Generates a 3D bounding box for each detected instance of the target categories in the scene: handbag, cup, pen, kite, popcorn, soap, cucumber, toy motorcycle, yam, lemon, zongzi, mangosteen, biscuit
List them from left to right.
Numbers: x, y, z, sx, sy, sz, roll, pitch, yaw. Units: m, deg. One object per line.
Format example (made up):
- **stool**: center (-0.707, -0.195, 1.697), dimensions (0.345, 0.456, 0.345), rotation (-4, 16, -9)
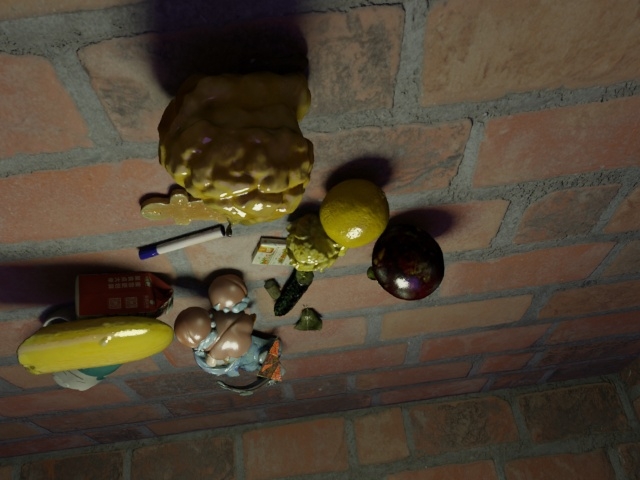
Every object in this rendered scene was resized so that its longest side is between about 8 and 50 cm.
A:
- **cup**: center (-0.805, 0.349, 2.025), dimensions (0.289, 0.219, 0.257), rotation (45, 127, -16)
- **soap**: center (-0.653, 0.304, 1.760), dimensions (0.426, 0.115, 0.306), rotation (-4, 150, -22)
- **handbag**: center (-0.610, 0.193, 1.863), dimensions (0.297, 0.151, 0.171), rotation (-2, 152, -22)
- **pen**: center (-0.398, 0.008, 1.703), dimensions (0.268, 0.033, 0.033), rotation (-15, 149, 11)
- **biscuit**: center (-0.352, -0.088, 1.556), dimensions (0.234, 0.030, 0.153), rotation (-4, 148, -7)
- **popcorn**: center (-0.141, -0.207, 1.167), dimensions (0.349, 0.349, 0.382), rotation (29, 95, -46)
- **toy motorcycle**: center (-0.273, 0.478, 2.328), dimensions (0.182, 0.241, 0.319), rotation (-23, 146, 36)
- **kite**: center (-0.202, 0.492, 2.300), dimensions (0.125, 0.008, 0.223), rotation (-27, 126, -38)
- **yam**: center (-0.163, 0.166, 2.019), dimensions (0.043, 0.043, 0.094), rotation (-13, 148, 8)
- **cucumber**: center (-0.101, 0.186, 2.041), dimensions (0.072, 0.072, 0.300), rotation (5, 147, -22)
- **zongzi**: center (-0.077, 0.300, 2.261), dimensions (0.130, 0.062, 0.154), rotation (-8, 145, 23)
- **popcorn**: center (0.003, 0.007, 1.671), dimensions (0.195, 0.168, 0.174), rotation (2, 128, -27)
- **lemon**: center (0.093, -0.074, 1.552), dimensions (0.178, 0.179, 0.203), rotation (22, 137, -41)
- **mangosteen**: center (0.243, 0.082, 1.803), dimensions (0.231, 0.232, 0.289), rotation (9, 150, -27)

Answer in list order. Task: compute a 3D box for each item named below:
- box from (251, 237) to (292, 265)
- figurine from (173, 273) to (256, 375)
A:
- **box**: center (-0.092, 0.039, 1.832), dimensions (0.220, 0.032, 0.122), rotation (4, 147, -21)
- **figurine**: center (-0.336, 0.300, 1.993), dimensions (0.248, 0.277, 0.388), rotation (41, 155, 1)
